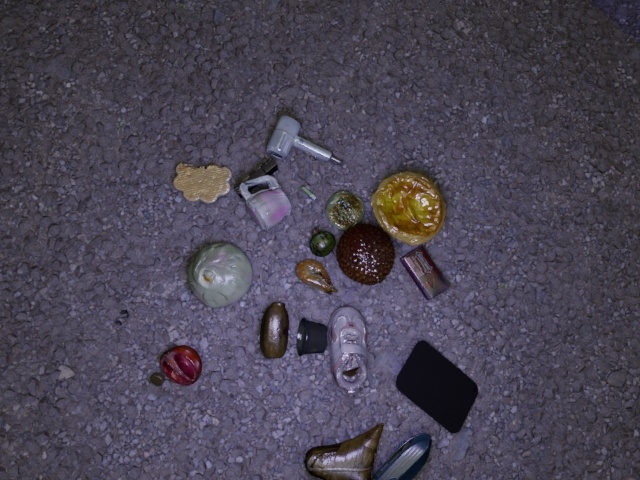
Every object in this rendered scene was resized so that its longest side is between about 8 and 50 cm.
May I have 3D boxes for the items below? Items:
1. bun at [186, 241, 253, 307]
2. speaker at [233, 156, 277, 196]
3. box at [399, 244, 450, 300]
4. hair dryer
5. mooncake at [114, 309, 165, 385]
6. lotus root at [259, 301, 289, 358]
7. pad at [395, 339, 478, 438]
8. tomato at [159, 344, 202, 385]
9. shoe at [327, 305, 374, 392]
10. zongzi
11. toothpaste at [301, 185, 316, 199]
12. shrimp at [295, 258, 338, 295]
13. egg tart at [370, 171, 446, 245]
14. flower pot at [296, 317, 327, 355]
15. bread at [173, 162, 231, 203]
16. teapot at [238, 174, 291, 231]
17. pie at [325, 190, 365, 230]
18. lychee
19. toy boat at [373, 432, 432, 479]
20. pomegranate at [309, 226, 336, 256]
[{"bbox_3d":[-0.422,0.138,1.674,0.284,0.179,0.283,1,81,-6],"label":"bun"},{"bbox_3d":[-0.286,-0.277,1.783,0.218,0.082,0.044,-41,87,-8],"label":"speaker"},{"bbox_3d":[0.464,0.144,1.789,0.120,0.069,0.224,-31,84,-7],"label":"box"},{"bbox_3d":[-0.053,-0.410,1.817,0.358,0.107,0.173,24,84,-7],"label":"hair dryer"},{"bbox_3d":[-0.759,0.451,1.673,0.150,0.057,0.346,-16,89,10],"label":"mooncake"},{"bbox_3d":[-0.193,0.380,1.686,0.123,0.124,0.240,2,83,-14],"label":"lotus root"},{"bbox_3d":[0.475,0.652,1.725,0.375,0.063,0.315,41,68,-7],"label":"pad"},{"bbox_3d":[-0.562,0.506,1.664,0.189,0.099,0.173,-31,100,32],"label":"tomato"},{"bbox_3d":[0.130,0.451,1.662,0.172,0.198,0.350,-3,84,-6],"label":"shoe"},{"bbox_3d":[0.103,0.848,1.640,0.286,0.134,0.288,23,83,-3],"label":"zongzi"},{"bbox_3d":[-0.053,-0.215,1.822,0.083,0.020,0.017,42,84,2],"label":"toothpaste"},{"bbox_3d":[-0.008,0.162,1.765,0.217,0.051,0.115,34,80,3],"label":"shrimp"},{"bbox_3d":[0.388,-0.139,1.786,0.342,0.132,0.341,1,83,-5],"label":"egg tart"},{"bbox_3d":[-0.032,0.411,1.687,0.107,0.157,0.157,11,82,-14],"label":"flower pot"},{"bbox_3d":[-0.525,-0.254,1.786,0.251,0.039,0.181,4,83,-3],"label":"bread"},{"bbox_3d":[-0.234,-0.165,1.744,0.178,0.163,0.221,-34,73,-19],"label":"teapot"},{"bbox_3d":[0.112,-0.135,1.813,0.187,0.041,0.186,0,82,-3],"label":"pie"},{"bbox_3d":[0.190,0.060,1.684,0.268,0.267,0.267,0,83,-4],"label":"lychee"},{"bbox_3d":[0.349,0.910,1.656,0.296,0.122,0.114,-42,94,-8],"label":"toy boat"},{"bbox_3d":[0.000,0.000,1.757,0.122,0.122,0.161,-30,62,-7],"label":"pomegranate"}]
